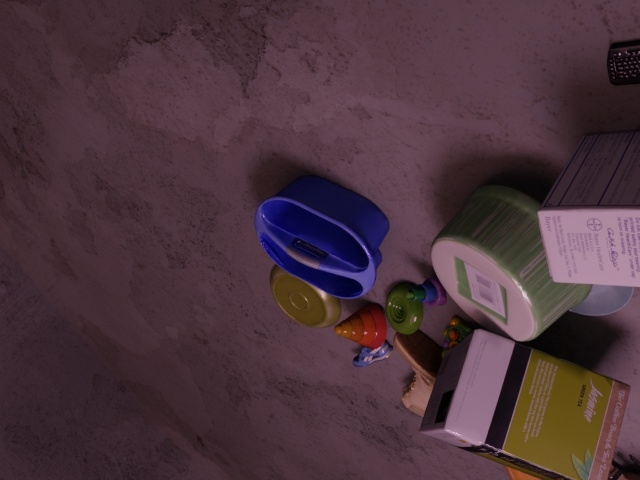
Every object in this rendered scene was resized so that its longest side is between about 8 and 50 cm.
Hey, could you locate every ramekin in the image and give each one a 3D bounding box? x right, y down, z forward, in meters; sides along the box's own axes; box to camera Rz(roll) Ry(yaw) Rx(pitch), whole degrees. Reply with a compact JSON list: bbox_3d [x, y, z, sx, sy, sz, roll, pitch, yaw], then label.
[{"bbox_3d":[0.362,0.054,1.353,0.303,0.148,0.303,43,161,19],"label":"ramekin"}]

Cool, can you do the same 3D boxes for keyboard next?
[{"bbox_3d":[0.546,-0.291,1.073,0.192,0.038,0.100,1,124,38],"label":"keyboard"}]

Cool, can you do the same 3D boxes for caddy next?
[{"bbox_3d":[0.000,0.000,1.658,0.341,0.179,0.241,27,136,19],"label":"caddy"}]

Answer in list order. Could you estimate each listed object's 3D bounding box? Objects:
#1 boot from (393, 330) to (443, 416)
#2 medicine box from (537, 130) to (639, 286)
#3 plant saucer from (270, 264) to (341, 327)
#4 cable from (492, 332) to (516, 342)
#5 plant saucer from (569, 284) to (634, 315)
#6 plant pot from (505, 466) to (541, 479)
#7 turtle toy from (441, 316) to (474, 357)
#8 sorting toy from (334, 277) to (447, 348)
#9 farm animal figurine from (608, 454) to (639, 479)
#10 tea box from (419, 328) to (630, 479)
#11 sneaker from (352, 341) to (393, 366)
[{"bbox_3d":[0.261,0.359,1.822,0.262,0.095,0.203,41,141,-1],"label":"boot"},{"bbox_3d":[0.539,-0.057,1.103,0.289,0.263,0.149,3,126,38],"label":"medicine box"},{"bbox_3d":[-0.053,0.164,1.949,0.241,0.037,0.241,21,134,24],"label":"plant saucer"},{"bbox_3d":[0.437,0.205,1.595,0.139,0.072,0.287,-11,130,25],"label":"cable"},{"bbox_3d":[0.534,0.065,1.387,0.195,0.037,0.195,21,135,23],"label":"plant saucer"},{"bbox_3d":[0.527,0.525,1.680,0.188,0.205,0.205,55,141,10],"label":"plant pot"},{"bbox_3d":[0.340,0.255,1.684,0.095,0.066,0.130,33,138,13],"label":"turtle toy"},{"bbox_3d":[0.153,0.181,1.695,0.365,0.126,0.127,-37,61,50],"label":"sorting toy"},{"bbox_3d":[0.676,0.668,1.654,0.172,0.330,0.327,40,108,-2],"label":"farm animal figurine"},{"bbox_3d":[0.416,0.365,1.462,0.323,0.220,0.329,21,165,5],"label":"tea box"},{"bbox_3d":[0.137,0.310,1.910,0.144,0.053,0.059,-32,102,40],"label":"sneaker"}]
